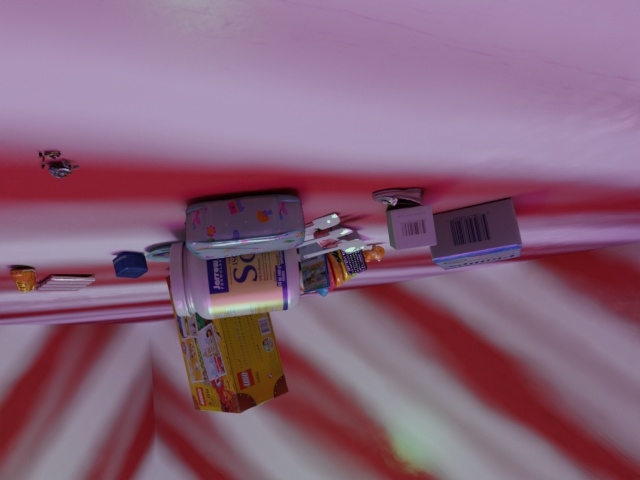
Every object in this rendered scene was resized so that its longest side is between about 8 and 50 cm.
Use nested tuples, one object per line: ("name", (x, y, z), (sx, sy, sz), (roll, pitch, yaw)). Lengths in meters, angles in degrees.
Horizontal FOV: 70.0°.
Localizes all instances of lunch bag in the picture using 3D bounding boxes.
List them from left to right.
("lunch bag", (-0.579, 0.072, 1.400), (0.067, 0.065, 0.098), (-30, 159, 22))
("lunch bag", (-0.177, -0.029, 1.081), (0.278, 0.108, 0.224), (-6, 171, -3))

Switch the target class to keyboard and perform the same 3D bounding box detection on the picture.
("keyboard", (0.097, 0.054, 1.602), (0.108, 0.023, 0.180), (-11, 131, 10))

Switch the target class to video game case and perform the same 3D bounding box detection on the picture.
("video game case", (-0.022, 0.087, 1.562), (0.119, 0.167, 0.015), (-18, 163, 41))

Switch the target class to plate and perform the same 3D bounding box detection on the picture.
("plate", (-0.439, 0.035, 1.407), (0.187, 0.024, 0.188), (-7, 167, -2))

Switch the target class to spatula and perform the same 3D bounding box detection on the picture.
("spatula", (0.000, 0.000, 1.362), (0.241, 0.019, 0.168), (-18, 138, 38))

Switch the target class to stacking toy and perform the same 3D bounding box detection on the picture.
("stacking toy", (0.105, 0.084, 1.745), (0.301, 0.175, 0.166), (-20, 169, -10))

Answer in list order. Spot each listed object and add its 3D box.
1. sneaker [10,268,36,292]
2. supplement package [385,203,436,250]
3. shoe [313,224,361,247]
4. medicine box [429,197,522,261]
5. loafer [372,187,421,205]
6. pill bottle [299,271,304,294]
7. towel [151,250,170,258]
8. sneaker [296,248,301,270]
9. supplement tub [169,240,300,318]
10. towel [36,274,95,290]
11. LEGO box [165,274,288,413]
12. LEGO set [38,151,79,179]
("sneaker", (-0.917, 0.124, 1.421), (0.064, 0.068, 0.175), (-1, 165, -19))
("supplement package", (0.236, -0.037, 1.212), (0.105, 0.105, 0.179), (-9, -178, 4))
("shoe", (0.055, -0.007, 1.441), (0.081, 0.064, 0.178), (-14, 161, 33))
("medicine box", (0.502, -0.010, 1.488), (0.263, 0.149, 0.289), (-12, 166, 21))
("loafer", (0.190, -0.103, 1.121), (0.125, 0.039, 0.045), (-6, 168, -9))
("pill bottle", (-0.100, 0.196, 2.122), (0.121, 0.121, 0.221), (1, 165, -35))
("towel", (-0.447, 0.041, 1.350), (0.083, 0.010, 0.060), (-11, 168, 20))
("sneaker", (-0.135, 0.098, 1.705), (0.084, 0.097, 0.234), (4, 163, -42))
("supplement tub", (-0.234, 0.092, 1.282), (0.330, 0.241, 0.241), (-6, 168, -9))
("towel", (-0.918, 0.151, 1.644), (0.197, 0.030, 0.144), (-22, 161, 41))
("LEGO box", (-0.341, 0.318, 1.604), (0.193, 0.501, 0.372), (-9, 171, -39))
("LEGO set", (-0.422, -0.115, 0.731), (0.054, 0.024, 0.083), (-8, 168, 3))
